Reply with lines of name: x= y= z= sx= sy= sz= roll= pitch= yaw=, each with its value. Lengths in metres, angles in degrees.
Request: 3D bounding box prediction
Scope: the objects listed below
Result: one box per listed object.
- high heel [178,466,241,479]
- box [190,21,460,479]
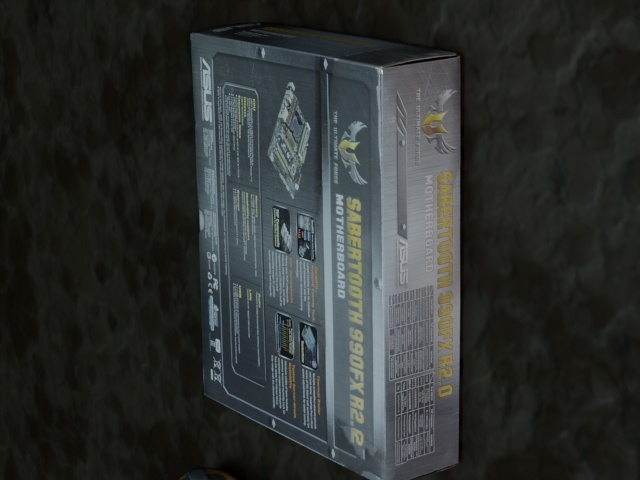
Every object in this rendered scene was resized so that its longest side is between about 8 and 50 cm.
high heel: x=-0.042 y=0.283 z=1.017 sx=0.186 sy=0.093 sz=0.261 roll=-125 pitch=22 yaw=-64
box: x=0.000 y=0.000 z=0.865 sx=0.183 sy=0.056 sz=0.231 roll=17 pitch=114 yaw=51
